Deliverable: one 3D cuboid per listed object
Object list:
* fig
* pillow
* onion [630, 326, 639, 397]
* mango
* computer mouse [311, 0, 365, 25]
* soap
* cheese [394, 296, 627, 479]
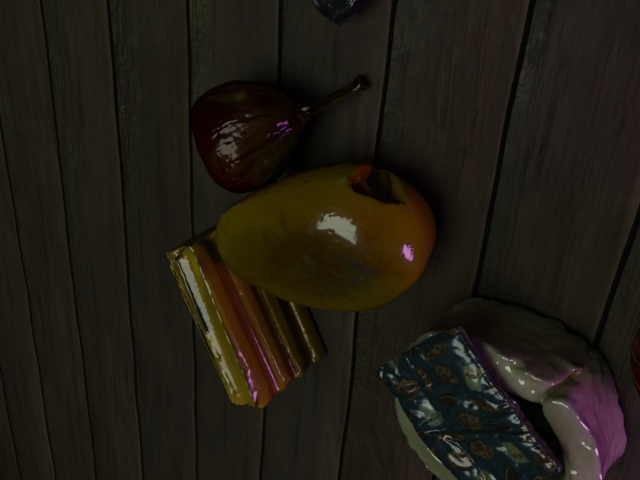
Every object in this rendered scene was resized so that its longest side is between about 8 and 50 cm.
[{"bbox_3d":[-0.083,-0.208,1.183,0.290,0.190,0.190,-44,84,25],"label":"fig"},{"bbox_3d":[0.208,0.257,1.072,0.255,0.034,0.189,53,133,4],"label":"pillow"},{"bbox_3d":[0.514,0.174,0.934,0.248,0.161,0.248,9,128,11],"label":"onion"},{"bbox_3d":[0.000,0.000,1.165,0.365,0.182,0.253,-4,126,19],"label":"mango"},{"bbox_3d":[0.033,-0.404,1.049,0.106,0.062,0.192,14,115,32],"label":"computer mouse"},{"bbox_3d":[-0.134,0.119,1.351,0.096,0.204,0.324,-12,105,43],"label":"soap"},{"bbox_3d":[0.288,0.255,1.135,0.332,0.153,0.292,16,121,30],"label":"cheese"}]
